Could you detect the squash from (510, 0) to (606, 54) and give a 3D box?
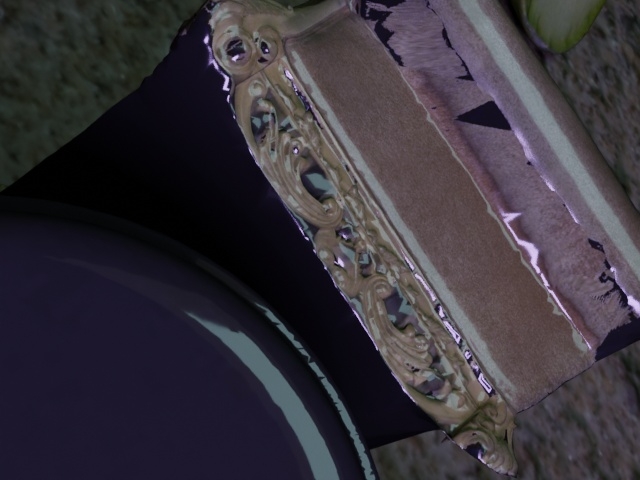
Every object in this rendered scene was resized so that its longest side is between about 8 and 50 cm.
[{"bbox_3d":[0.184,-0.274,1.224,0.189,0.189,0.261,14,51,-45],"label":"squash"}]

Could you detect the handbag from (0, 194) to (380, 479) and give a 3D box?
[{"bbox_3d":[-0.113,0.135,0.536,0.253,0.093,0.308,19,77,-3],"label":"handbag"}]

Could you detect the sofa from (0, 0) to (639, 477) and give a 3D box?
[{"bbox_3d":[0.000,0.000,0.750,0.182,0.258,0.200,-37,95,-41],"label":"sofa"}]
